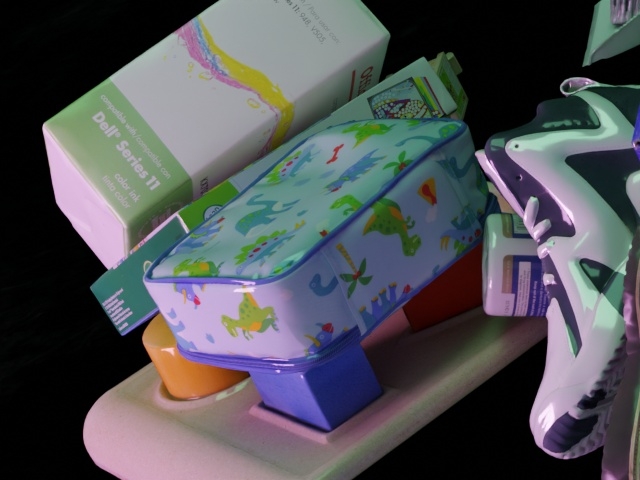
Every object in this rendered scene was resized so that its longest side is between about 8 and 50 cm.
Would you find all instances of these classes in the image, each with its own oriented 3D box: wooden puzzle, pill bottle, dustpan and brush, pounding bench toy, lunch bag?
[{"bbox_3d":[0.010,0.056,1.347,0.348,0.080,0.322,-39,24,-20],"label":"wooden puzzle"},{"bbox_3d":[0.165,0.017,1.212,0.120,0.067,0.067,1,26,1],"label":"pill bottle"},{"bbox_3d":[0.316,-0.238,1.623,0.211,0.060,0.147,-20,24,23],"label":"dustpan and brush"},{"bbox_3d":[0.091,-0.131,1.684,0.065,0.052,0.083,-21,24,23],"label":"pounding bench toy"},{"bbox_3d":[0.000,0.000,1.265,0.176,0.090,0.219,0,32,48],"label":"lunch bag"}]

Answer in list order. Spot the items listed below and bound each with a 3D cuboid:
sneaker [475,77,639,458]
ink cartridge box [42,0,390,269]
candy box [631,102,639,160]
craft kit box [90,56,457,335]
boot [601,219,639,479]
[{"bbox_3d":[0.146,0.004,1.138,0.153,0.094,0.235,22,89,31],"label":"sneaker"},{"bbox_3d":[-0.062,-0.123,1.647,0.353,0.119,0.207,-37,-12,-14],"label":"ink cartridge box"},{"bbox_3d":[0.256,0.008,0.828,0.122,0.317,0.268,-19,25,25],"label":"candy box"},{"bbox_3d":[-0.042,-0.031,1.493,0.247,0.061,0.250,-31,-1,-26],"label":"craft kit box"},{"bbox_3d":[0.234,0.059,1.004,0.137,0.077,0.198,-1,77,42],"label":"boot"}]
